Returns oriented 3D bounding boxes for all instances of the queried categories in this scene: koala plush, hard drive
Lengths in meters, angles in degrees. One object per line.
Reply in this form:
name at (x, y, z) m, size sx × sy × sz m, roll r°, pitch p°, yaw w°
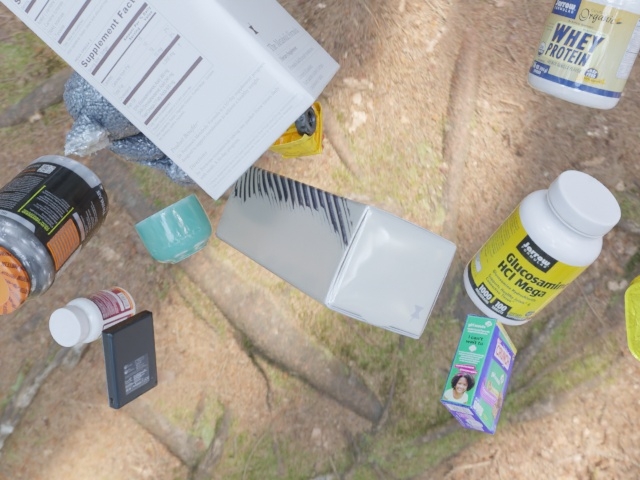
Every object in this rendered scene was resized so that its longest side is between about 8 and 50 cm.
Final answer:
koala plush at (-0.263, -0.183, 0.970) m, size 0.203 × 0.221 × 0.196 m, roll 11°, pitch 96°, yaw 16°
hard drive at (-0.304, 0.190, 1.159) m, size 0.022 × 0.094 × 0.135 m, roll 14°, pitch 113°, yaw 31°

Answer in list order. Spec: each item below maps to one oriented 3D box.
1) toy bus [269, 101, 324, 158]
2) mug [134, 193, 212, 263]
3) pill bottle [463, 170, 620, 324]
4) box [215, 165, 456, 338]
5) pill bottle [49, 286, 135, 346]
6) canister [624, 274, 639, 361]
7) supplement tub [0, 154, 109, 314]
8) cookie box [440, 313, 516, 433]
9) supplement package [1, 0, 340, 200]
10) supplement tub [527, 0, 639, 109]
toy bus at (-0.056, -0.314, 1.825) m, size 0.149 × 0.211 × 0.220 m, roll -6°, pitch 74°, yaw 27°
mug at (-0.262, -0.020, 1.364) m, size 0.129 × 0.157 × 0.097 m, roll -24°, pitch 98°, yaw 37°
pill bottle at (0.459, 0.017, 1.510) m, size 0.187 × 0.188 × 0.334 m, roll 25°, pitch 135°, yaw -6°
box at (0.000, 0.000, 0.717) m, size 0.113 × 0.275 × 0.094 m, roll 22°, pitch 91°, yaw -32°
pill bottle at (-0.605, 0.203, 1.922) m, size 0.121 × 0.221 × 0.121 m, roll 4°, pitch 100°, yaw 22°
canister at (0.460, 0.067, 0.921) m, size 0.073 × 0.170 × 0.126 m, roll 12°, pitch 126°, yaw 44°
supplement tub at (-0.601, -0.016, 1.495) m, size 0.207 × 0.338 × 0.207 m, roll 8°, pitch 126°, yaw 11°
cookie box at (0.182, 0.152, 0.820) m, size 0.040 × 0.107 × 0.092 m, roll 6°, pitch 153°, yaw 34°
supplement package at (-0.122, -0.182, 0.637) m, size 0.244 × 0.139 × 0.134 m, roll 43°, pitch 115°, yaw -11°
supplement tub at (0.649, -0.494, 1.720) m, size 0.228 × 0.228 × 0.316 m, roll 14°, pitch 111°, yaw -2°
